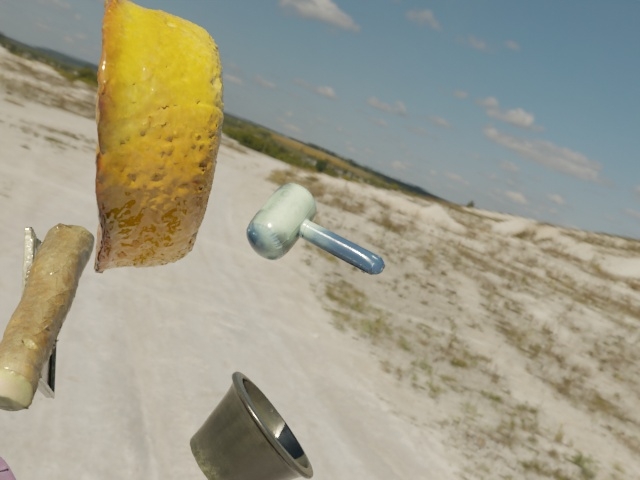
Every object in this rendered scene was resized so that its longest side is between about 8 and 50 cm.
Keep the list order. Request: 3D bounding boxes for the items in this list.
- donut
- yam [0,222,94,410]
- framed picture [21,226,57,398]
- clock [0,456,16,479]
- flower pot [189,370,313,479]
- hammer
[{"bbox_3d":[-0.111,-0.065,0.475,0.074,0.190,0.174,3,42,-17],"label":"donut"},{"bbox_3d":[-0.332,0.080,0.844,0.066,0.066,0.300,20,31,-17],"label":"yam"},{"bbox_3d":[-0.423,0.120,1.072,0.019,0.209,0.281,-1,-21,-14],"label":"framed picture"},{"bbox_3d":[-0.439,0.359,0.913,0.153,0.110,0.050,54,7,16],"label":"clock"},{"bbox_3d":[-0.138,0.371,1.272,0.235,0.148,0.235,52,-4,6],"label":"flower pot"},{"bbox_3d":[0.000,0.000,0.972,0.193,0.116,0.070,27,-35,15],"label":"hammer"}]
